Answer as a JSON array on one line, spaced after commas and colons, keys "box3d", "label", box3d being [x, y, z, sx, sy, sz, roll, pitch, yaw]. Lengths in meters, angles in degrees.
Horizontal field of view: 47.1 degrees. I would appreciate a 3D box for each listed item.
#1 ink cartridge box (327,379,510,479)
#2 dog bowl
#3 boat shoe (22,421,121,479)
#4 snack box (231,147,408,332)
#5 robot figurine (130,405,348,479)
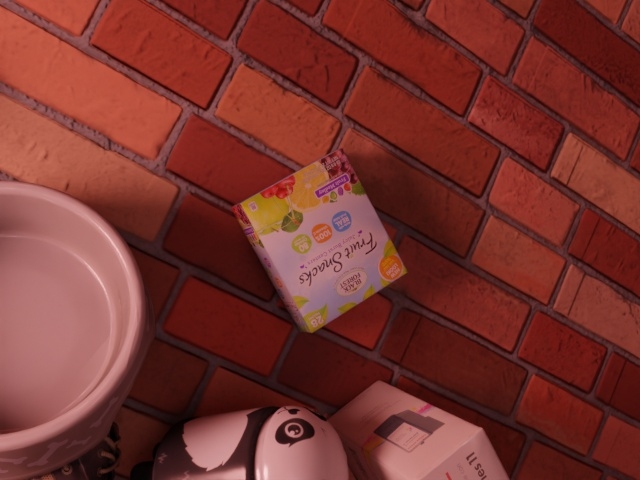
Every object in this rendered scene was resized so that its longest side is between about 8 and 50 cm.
[{"box3d": [0.159, 0.336, 0.987, 0.119, 0.353, 0.207, -32, 104, -17], "label": "ink cartridge box"}, {"box3d": [-0.357, 0.088, 0.829, 0.348, 0.102, 0.349, 7, 65, -16], "label": "dog bowl"}, {"box3d": [-0.306, 0.262, 0.885, 0.130, 0.132, 0.355, -39, 93, -15], "label": "boat shoe"}, {"box3d": [0.000, 0.000, 1.051, 0.174, 0.070, 0.207, -31, 98, -18], "label": "snack box"}, {"box3d": [-0.102, 0.302, 0.942, 0.174, 0.278, 0.209, 56, 30, -44], "label": "robot figurine"}]
